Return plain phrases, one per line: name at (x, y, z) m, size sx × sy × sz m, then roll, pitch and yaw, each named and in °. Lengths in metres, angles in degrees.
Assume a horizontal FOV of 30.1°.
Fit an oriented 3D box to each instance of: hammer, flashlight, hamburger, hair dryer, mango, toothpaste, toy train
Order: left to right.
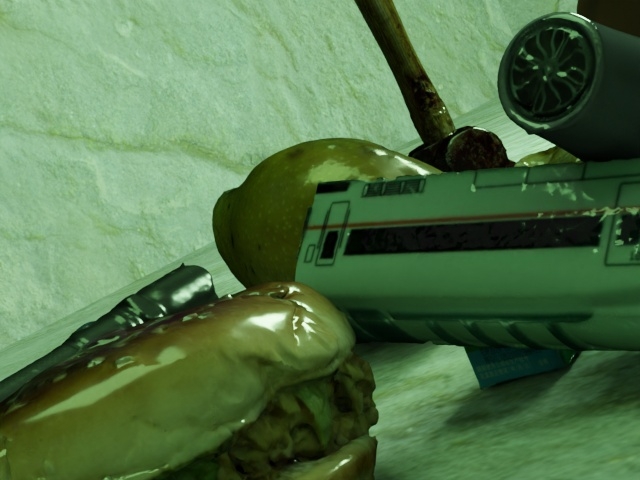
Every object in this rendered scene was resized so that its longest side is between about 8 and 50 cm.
flashlight at (-0.279, 0.148, 1.331) m, size 0.424 × 0.103 × 0.103 m, roll -31°, pitch 9°, yaw -41°
hamburger at (-0.096, 0.122, 0.632) m, size 0.286 × 0.146 × 0.243 m, roll -30°, pitch 2°, yaw -38°
mango at (0.003, 0.007, 1.039) m, size 0.175 × 0.177 × 0.329 m, roll -13°, pitch -5°, yaw -30°
hammer at (0.126, -0.243, 1.664) m, size 0.095 × 0.409 × 0.242 m, roll -25°, pitch 2°, yaw -11°
toothpaste at (0.178, 0.020, 0.821) m, size 0.065 × 0.050 × 0.266 m, roll -17°, pitch 10°, yaw 35°
toy train at (0.159, 0.011, 0.609) m, size 0.407 × 0.086 × 0.088 m, roll -3°, pitch 60°, yaw 43°
hair dryer at (0.302, -0.065, 0.617) m, size 0.361 × 0.121 × 0.301 m, roll -1°, pitch -8°, yaw 41°

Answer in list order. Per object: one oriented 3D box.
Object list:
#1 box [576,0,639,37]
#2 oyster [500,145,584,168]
box at (0.395, -0.257, 1.025) m, size 0.229 × 0.239 × 0.339 m, roll -29°, pitch -23°, yaw -15°
oyster at (0.227, -0.059, 1.061) m, size 0.128 × 0.079 × 0.345 m, roll -6°, pitch -2°, yaw -23°
